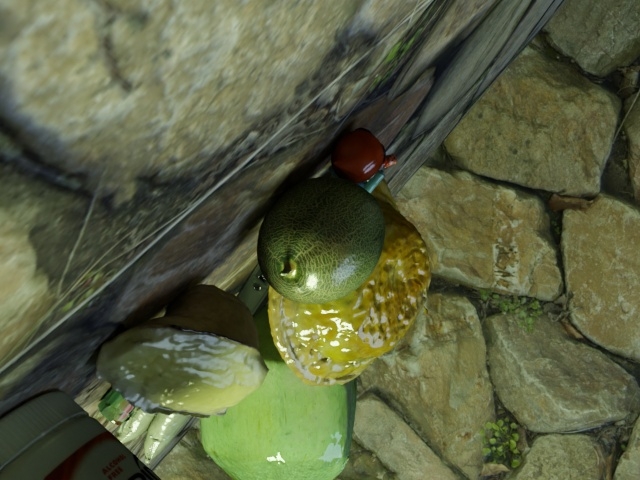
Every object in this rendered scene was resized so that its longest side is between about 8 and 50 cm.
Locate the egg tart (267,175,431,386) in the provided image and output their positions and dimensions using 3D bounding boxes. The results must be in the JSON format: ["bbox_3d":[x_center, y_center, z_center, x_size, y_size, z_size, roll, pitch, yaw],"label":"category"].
[{"bbox_3d":[0.061,0.058,0.948,0.128,0.319,0.319,8,-139,40],"label":"egg tart"}]

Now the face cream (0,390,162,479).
[{"bbox_3d":[-0.221,0.258,0.548,0.201,0.187,0.201,-48,174,-6],"label":"face cream"}]

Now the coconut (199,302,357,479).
[{"bbox_3d":[-0.076,0.266,1.193,0.281,0.328,0.328,-1,156,-17],"label":"coconut"}]

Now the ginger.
[{"bbox_3d":[-0.141,0.095,0.682,0.115,0.122,0.193,-33,146,21],"label":"ginger"}]

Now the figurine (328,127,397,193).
[{"bbox_3d":[0.047,-0.101,0.846,0.075,0.068,0.140,-47,169,11],"label":"figurine"}]

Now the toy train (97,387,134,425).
[{"bbox_3d":[-0.194,0.148,0.783,0.148,0.038,0.071,-50,175,6],"label":"toy train"}]

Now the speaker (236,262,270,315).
[{"bbox_3d":[-0.073,0.045,1.008,0.046,0.040,0.191,-42,172,-45],"label":"speaker"}]

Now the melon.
[{"bbox_3d":[0.000,0.000,0.769,0.139,0.139,0.192,-53,174,36],"label":"melon"}]

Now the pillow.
[{"bbox_3d":[-0.206,0.214,0.954,0.181,0.078,0.134,-54,175,24],"label":"pillow"}]
